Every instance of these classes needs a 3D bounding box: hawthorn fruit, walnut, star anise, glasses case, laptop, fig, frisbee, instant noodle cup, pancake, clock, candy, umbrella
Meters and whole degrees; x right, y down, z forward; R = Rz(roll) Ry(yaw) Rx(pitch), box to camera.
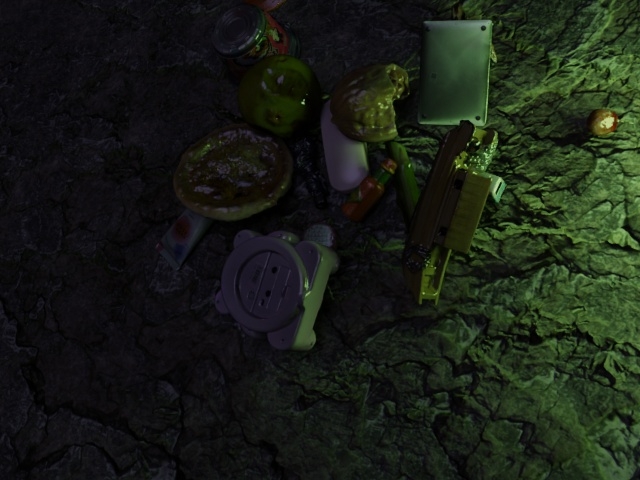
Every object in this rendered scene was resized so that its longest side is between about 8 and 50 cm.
[{"bbox_3d":[0.685,-0.282,1.590,0.103,0.067,0.066,-2,72,22],"label":"hawthorn fruit"},{"bbox_3d":[0.129,-0.387,1.794,0.204,0.141,0.238,15,66,6],"label":"walnut"},{"bbox_3d":[0.373,-0.540,1.813,0.236,0.093,0.229,25,78,26],"label":"star anise"},{"bbox_3d":[0.068,-0.268,1.860,0.113,0.075,0.296,-15,66,18],"label":"glasses case"},{"bbox_3d":[0.348,-0.436,1.754,0.188,0.015,0.269,7,105,26],"label":"laptop"},{"bbox_3d":[-0.116,-0.424,1.915,0.239,0.239,0.271,-24,39,16],"label":"fig"},{"bbox_3d":[-0.174,-0.834,2.195,0.192,0.035,0.192,-8,69,23],"label":"frisbee"},{"bbox_3d":[-0.215,-0.600,2.046,0.258,0.181,0.302,-18,65,19],"label":"instant noodle cup"},{"bbox_3d":[-0.243,-0.198,1.925,0.356,0.065,0.356,0,60,1],"label":"pancake"},{"bbox_3d":[-0.126,0.119,1.774,0.322,0.113,0.295,17,90,38],"label":"clock"},{"bbox_3d":[0.000,0.000,1.817,0.103,0.043,0.103,-7,69,20],"label":"candy"},{"bbox_3d":[-0.032,-0.189,1.882,0.080,0.071,0.224,-27,64,20],"label":"umbrella"}]

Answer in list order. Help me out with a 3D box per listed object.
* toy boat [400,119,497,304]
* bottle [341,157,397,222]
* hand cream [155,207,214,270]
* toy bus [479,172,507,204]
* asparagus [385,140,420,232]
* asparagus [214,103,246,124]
[{"bbox_3d":[0.314,-0.058,1.594,0.162,0.136,0.445,31,108,43],"label":"toy boat"},{"bbox_3d":[0.133,-0.135,1.765,0.187,0.069,0.069,-52,59,16],"label":"bottle"},{"bbox_3d":[-0.365,-0.074,2.001,0.124,0.078,0.340,43,98,29],"label":"hand cream"},{"bbox_3d":[0.391,-0.143,1.668,0.123,0.075,0.060,23,83,29],"label":"toy bus"},{"bbox_3d":[0.226,-0.139,1.755,0.067,0.060,0.277,-27,62,33],"label":"asparagus"},{"bbox_3d":[-0.251,-0.378,2.073,0.236,0.027,0.034,27,80,30],"label":"asparagus"}]
